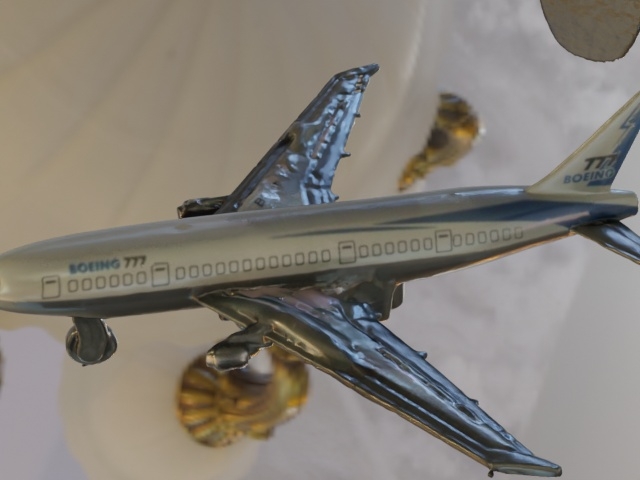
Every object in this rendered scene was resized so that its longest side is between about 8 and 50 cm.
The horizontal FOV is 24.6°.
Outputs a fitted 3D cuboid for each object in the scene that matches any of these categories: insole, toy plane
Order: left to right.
[{"bbox_3d":[0.002,0.002,0.472,0.226,0.226,0.058,-15,-53,-2],"label":"toy plane"},{"bbox_3d":[0.231,-0.269,1.231,0.007,0.111,0.327,-58,-22,-32],"label":"insole"}]
